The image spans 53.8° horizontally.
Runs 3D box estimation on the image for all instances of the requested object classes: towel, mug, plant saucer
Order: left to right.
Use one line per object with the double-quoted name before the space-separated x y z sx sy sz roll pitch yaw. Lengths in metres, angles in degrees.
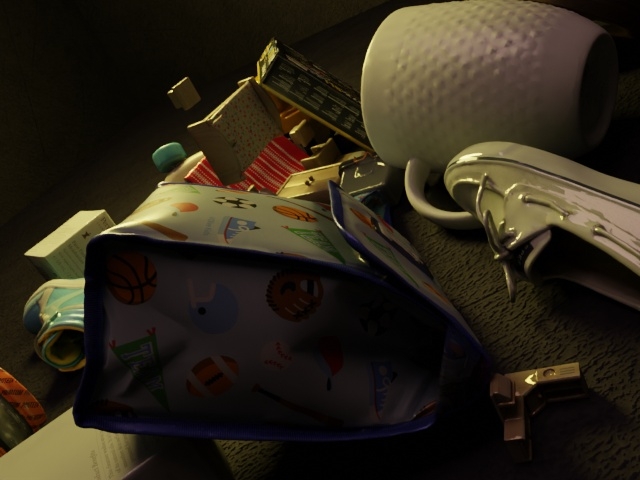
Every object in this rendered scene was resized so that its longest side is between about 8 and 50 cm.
"towel" -0.147 -0.154 1.398 0.275 0.199 0.031 -54 7 -38
"mug" 0.258 -0.193 0.992 0.328 0.276 0.374 12 76 40
"plant saucer" 0.405 -0.380 1.025 0.277 0.041 0.278 15 16 -4

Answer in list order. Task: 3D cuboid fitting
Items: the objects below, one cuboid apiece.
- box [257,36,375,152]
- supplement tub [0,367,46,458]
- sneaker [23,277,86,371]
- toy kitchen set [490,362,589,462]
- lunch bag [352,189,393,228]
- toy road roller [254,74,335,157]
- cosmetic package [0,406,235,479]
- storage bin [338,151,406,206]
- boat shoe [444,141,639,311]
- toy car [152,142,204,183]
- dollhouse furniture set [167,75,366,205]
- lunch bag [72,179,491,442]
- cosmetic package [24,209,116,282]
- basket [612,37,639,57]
"box" 0.019 -0.308 1.363 0.079 0.322 0.257 -55 19 20
"supplement tub" -0.579 0.339 0.929 0.193 0.194 0.316 -6 33 41
"sneaker" -0.530 0.176 1.267 0.319 0.127 0.208 -16 27 29
"toy kitchen set" 0.205 0.148 0.589 0.075 0.068 0.083 -17 28 26
"lunch bag" 0.000 0.000 1.047 0.221 0.138 0.293 -25 16 17
"toy road roller" -0.135 -0.299 1.594 0.329 0.241 0.202 -13 29 32
"cosmetic package" -0.291 0.327 0.692 0.385 0.156 0.217 -36 25 -10
"storage bin" 0.092 -0.106 1.175 0.135 0.098 0.091 -14 39 30
"boat shoe" 0.258 0.000 0.743 0.156 0.136 0.367 -44 42 -14
"toy car" -0.262 -0.120 1.512 0.210 0.219 0.238 -29 -7 -12
"dollhouse furniture set" -0.074 -0.236 1.268 0.173 0.356 0.303 -8 35 38
"lunch bag" -0.033 0.060 0.718 0.385 0.239 0.328 8 14 -4
"cosmetic package" -0.586 0.037 1.555 0.151 0.151 0.184 2 40 48
"basket" 0.592 -0.429 1.175 0.226 0.154 0.204 -8 41 31
